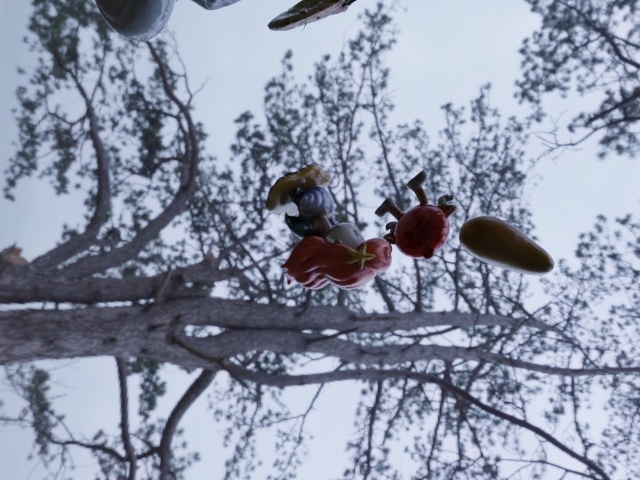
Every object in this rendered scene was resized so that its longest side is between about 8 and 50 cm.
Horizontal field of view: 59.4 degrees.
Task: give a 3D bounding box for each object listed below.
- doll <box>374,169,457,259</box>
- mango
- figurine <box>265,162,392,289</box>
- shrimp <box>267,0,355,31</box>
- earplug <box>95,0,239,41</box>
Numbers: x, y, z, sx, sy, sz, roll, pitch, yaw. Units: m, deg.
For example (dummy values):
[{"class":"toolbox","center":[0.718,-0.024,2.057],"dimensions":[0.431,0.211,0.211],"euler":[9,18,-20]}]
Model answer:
[{"class":"doll","center":[0.223,-0.041,1.252],"dimensions":[0.183,0.085,0.217],"euler":[-38,-135,14]},{"class":"mango","center":[0.356,0.011,1.076],"dimensions":[0.102,0.183,0.085],"euler":[81,34,-70]},{"class":"figurine","center":[0.006,0.000,1.141],"dimensions":[0.257,0.208,0.181],"euler":[58,-21,25]},{"class":"shrimp","center":[-0.005,-0.470,1.143],"dimensions":[0.216,0.051,0.115],"euler":[-20,-144,2]},{"class":"earplug","center":[-0.215,-0.418,0.820],"dimensions":[0.325,0.175,0.214],"euler":[-7,-77,20]}]
